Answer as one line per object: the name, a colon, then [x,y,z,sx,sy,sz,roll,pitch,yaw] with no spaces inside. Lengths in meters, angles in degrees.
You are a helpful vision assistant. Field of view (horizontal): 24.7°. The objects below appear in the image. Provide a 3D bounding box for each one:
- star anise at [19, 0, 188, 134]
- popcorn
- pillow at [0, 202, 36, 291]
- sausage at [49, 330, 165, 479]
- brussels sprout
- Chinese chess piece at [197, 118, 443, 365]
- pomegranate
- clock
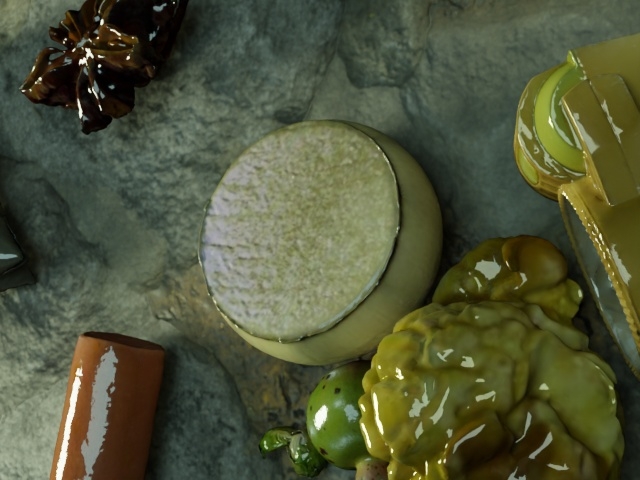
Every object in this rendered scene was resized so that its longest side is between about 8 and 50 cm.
star anise: [-0.249,-0.216,1.736,0.220,0.126,0.190,9,59,48]
popcorn: [0.166,0.155,1.443,0.265,0.225,0.332,6,76,-19]
pillow: [-0.514,-0.055,1.827,0.228,0.101,0.326,-22,75,-5]
sausage: [-0.254,0.240,1.708,0.114,0.113,0.259,9,88,26]
brussels sprout: [-0.031,0.232,1.637,0.083,0.046,0.051,20,87,26]
Chinese chess piece: [0.000,0.000,1.580,0.270,0.112,0.270,-11,66,26]
pomegranate: [0.058,0.203,1.551,0.129,0.129,0.159,-45,59,15]
clock: [0.316,-0.024,1.399,0.200,0.244,0.317,-20,80,6]
